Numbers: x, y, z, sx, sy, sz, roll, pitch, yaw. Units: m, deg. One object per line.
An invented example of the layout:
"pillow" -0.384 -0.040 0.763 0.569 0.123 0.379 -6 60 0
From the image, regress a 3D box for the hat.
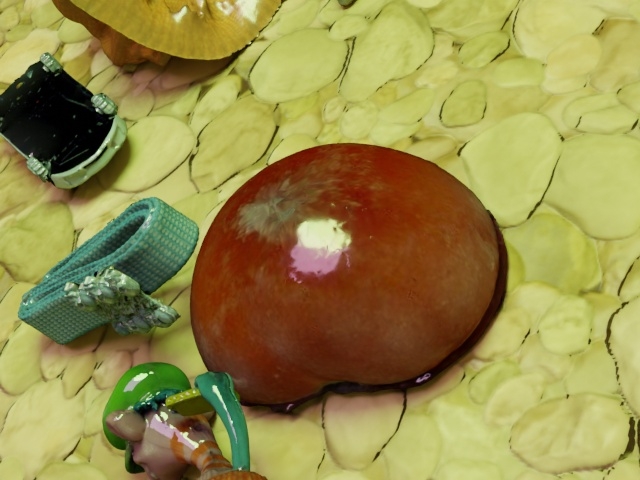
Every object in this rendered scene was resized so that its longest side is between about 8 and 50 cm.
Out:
"hat" -0.179 -0.272 0.985 0.244 0.233 0.233 -43 17 -21

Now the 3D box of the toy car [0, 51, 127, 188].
"toy car" -0.248 -0.109 0.936 0.095 0.056 0.205 -46 49 -9

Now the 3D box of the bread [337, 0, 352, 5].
"bread" 0.032 -0.265 0.899 0.109 0.043 0.062 -48 47 -9

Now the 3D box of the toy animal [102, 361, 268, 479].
"toy animal" -0.068 0.141 0.594 0.208 0.100 0.103 51 128 57

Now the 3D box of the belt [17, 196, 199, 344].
"belt" -0.164 0.039 0.734 0.179 0.065 0.100 -31 35 38

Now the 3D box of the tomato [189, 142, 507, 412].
"tomato" 0.000 0.000 0.662 0.228 0.112 0.199 -16 47 17
